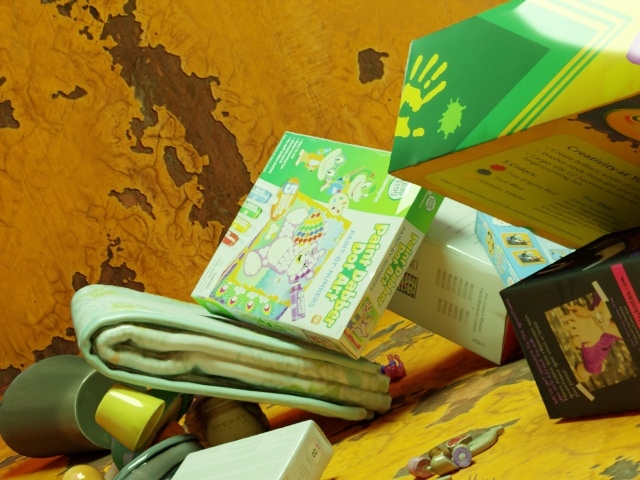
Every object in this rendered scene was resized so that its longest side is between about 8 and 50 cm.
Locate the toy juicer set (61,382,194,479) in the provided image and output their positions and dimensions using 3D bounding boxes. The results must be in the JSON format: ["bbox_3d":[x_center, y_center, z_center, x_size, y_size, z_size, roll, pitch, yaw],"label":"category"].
[{"bbox_3d":[-0.222,0.267,2.170,0.209,0.089,0.329,-61,-8,4],"label":"toy juicer set"}]

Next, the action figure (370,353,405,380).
[{"bbox_3d":[0.089,0.166,2.329,0.038,0.030,0.115,-19,7,-6],"label":"action figure"}]

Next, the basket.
[{"bbox_3d":[-0.368,0.257,2.770,0.204,0.154,0.227,-28,11,-31],"label":"basket"}]

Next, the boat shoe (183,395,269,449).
[{"bbox_3d":[-0.123,0.224,2.309,0.105,0.089,0.285,-24,5,-11],"label":"boat shoe"}]

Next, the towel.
[{"bbox_3d":[-0.120,0.140,2.197,0.374,0.090,0.320,14,0,-11],"label":"towel"}]

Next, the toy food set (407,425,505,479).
[{"bbox_3d":[0.124,0.209,1.749,0.078,0.019,0.122,-20,6,32],"label":"toy food set"}]

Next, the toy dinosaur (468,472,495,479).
[{"bbox_3d":[0.127,0.225,1.479,0.090,0.047,0.082,-42,-2,-43],"label":"toy dinosaur"}]

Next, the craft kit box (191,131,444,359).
[{"bbox_3d":[0.000,0.000,2.130,0.247,0.061,0.250,15,68,38],"label":"craft kit box"}]

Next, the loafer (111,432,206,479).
[{"bbox_3d":[-0.207,0.306,1.978,0.109,0.095,0.302,-55,-16,29],"label":"loafer"}]

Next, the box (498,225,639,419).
[{"bbox_3d":[0.326,0.063,1.663,0.165,0.143,0.270,-25,4,-33],"label":"box"}]

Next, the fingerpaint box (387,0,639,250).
[{"bbox_3d":[0.358,-0.100,1.753,0.445,0.163,0.371,21,-20,-30],"label":"fingerpaint box"}]

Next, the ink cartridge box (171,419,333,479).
[{"bbox_3d":[-0.109,0.294,1.862,0.189,0.066,0.232,-19,27,36],"label":"ink cartridge box"}]

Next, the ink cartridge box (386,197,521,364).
[{"bbox_3d":[0.260,0.021,2.215,0.272,0.130,0.309,26,35,30],"label":"ink cartridge box"}]

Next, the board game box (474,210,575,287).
[{"bbox_3d":[0.282,0.025,2.041,0.160,0.039,0.211,-2,31,-12],"label":"board game box"}]
